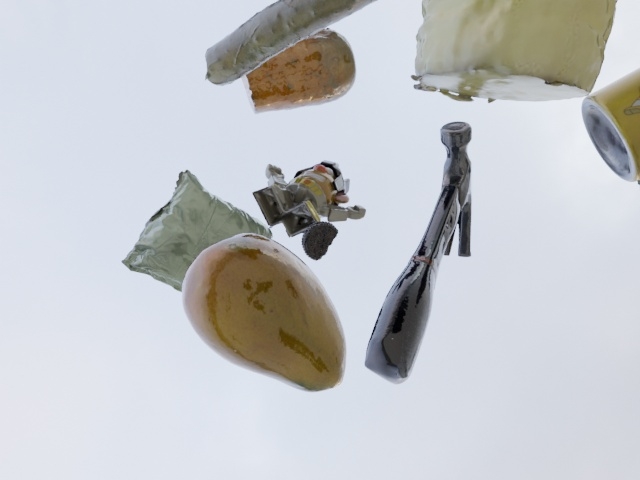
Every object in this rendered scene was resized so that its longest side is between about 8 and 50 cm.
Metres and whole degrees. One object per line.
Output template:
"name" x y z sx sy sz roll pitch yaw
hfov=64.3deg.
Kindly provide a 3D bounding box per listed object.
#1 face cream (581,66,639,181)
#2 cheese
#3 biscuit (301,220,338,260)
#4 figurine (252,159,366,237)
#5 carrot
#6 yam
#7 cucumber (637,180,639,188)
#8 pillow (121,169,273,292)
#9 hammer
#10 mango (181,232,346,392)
"face cream" 0.446 -0.184 0.487 0.349 0.104 0.105 -28 -49 14
"cheese" 0.129 -0.176 0.321 0.094 0.123 0.167 -1 -77 -50
"biscuit" 0.000 0.000 1.145 0.089 0.027 0.087 -21 -70 -10
"figurine" -0.030 -0.121 1.356 0.309 0.308 0.143 -5 -38 -44
"carrot" -0.069 -0.507 1.535 0.341 0.224 0.224 -18 -65 -10
"yam" -0.045 -0.347 0.808 0.083 0.372 0.083 31 -129 -48
"cucumber" 0.550 -0.120 0.838 0.070 0.046 0.219 4 -105 -68
"pillow" -0.296 0.010 1.305 0.310 0.138 0.283 32 -100 -26
"hammer" 0.101 0.015 0.465 0.289 0.037 0.137 -57 -37 -45
"mango" -0.077 0.120 0.828 0.317 0.173 0.211 43 -145 -22
